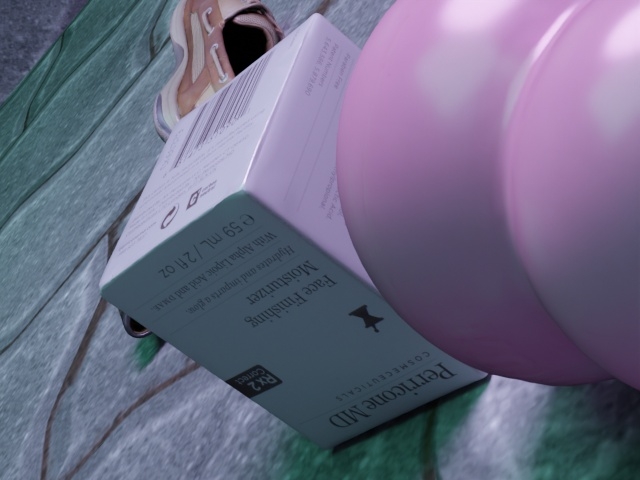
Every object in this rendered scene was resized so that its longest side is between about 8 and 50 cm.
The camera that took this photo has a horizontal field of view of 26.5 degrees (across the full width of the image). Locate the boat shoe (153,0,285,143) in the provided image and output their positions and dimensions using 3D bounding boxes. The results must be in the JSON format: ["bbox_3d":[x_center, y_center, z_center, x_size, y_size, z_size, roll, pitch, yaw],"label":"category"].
[{"bbox_3d":[-0.086,-0.196,1.437,0.116,0.123,0.324,-34,34,27],"label":"boat shoe"}]

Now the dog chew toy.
[{"bbox_3d":[0.148,-0.025,0.537,0.206,0.207,0.332,-57,29,-9],"label":"dog chew toy"}]

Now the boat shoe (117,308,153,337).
[{"bbox_3d":[-0.108,-0.002,1.214,0.223,0.080,0.073,-53,25,17],"label":"boat shoe"}]

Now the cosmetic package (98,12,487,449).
[{"bbox_3d":[0.000,0.000,0.812,0.151,0.184,0.151,-32,28,43],"label":"cosmetic package"}]
